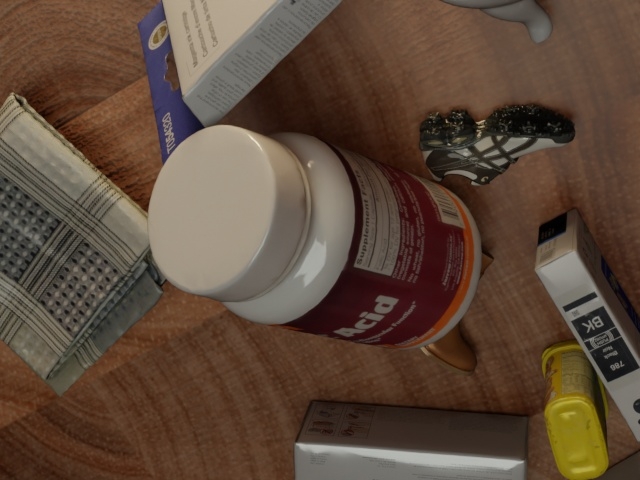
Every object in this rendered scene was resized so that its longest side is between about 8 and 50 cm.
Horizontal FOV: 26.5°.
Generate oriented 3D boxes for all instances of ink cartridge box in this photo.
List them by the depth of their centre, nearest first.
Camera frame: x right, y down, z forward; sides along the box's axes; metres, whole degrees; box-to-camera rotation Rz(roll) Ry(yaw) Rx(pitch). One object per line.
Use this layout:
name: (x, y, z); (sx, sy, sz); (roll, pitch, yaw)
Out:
ink cartridge box: (-0.113, -0.293, 1.586); (0.330, 0.324, 0.071); (-41, 128, 20)
ink cartridge box: (0.379, 0.131, 1.727); (0.065, 0.165, 0.332); (-30, 101, 19)
ink cartridge box: (0.126, 0.378, 1.880); (0.310, 0.130, 0.271); (4, 111, 9)

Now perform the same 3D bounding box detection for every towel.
towel: (-0.378, 0.018, 1.826); (0.324, 0.056, 0.312); (42, 113, -3)

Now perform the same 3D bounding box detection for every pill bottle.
pill bottle: (0.000, 0.000, 1.605); (0.224, 0.392, 0.224); (-10, 74, 37)

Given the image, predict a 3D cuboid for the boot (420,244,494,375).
boot: (0.175, 0.073, 1.795); (0.197, 0.073, 0.152); (44, 107, -10)

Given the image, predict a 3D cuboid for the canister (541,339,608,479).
canister: (0.331, 0.219, 1.764); (0.073, 0.170, 0.126); (-13, 106, 14)

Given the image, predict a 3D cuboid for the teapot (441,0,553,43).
teapot: (0.210, -0.394, 1.566); (0.252, 0.187, 0.256); (51, 131, 19)

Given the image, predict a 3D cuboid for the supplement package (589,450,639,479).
supplement package: (0.446, 0.400, 1.804); (0.293, 0.177, 0.175); (-36, 100, 20)

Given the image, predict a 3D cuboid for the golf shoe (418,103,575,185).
golf shoe: (0.225, -0.117, 1.722); (0.198, 0.077, 0.094); (0, 120, 17)
